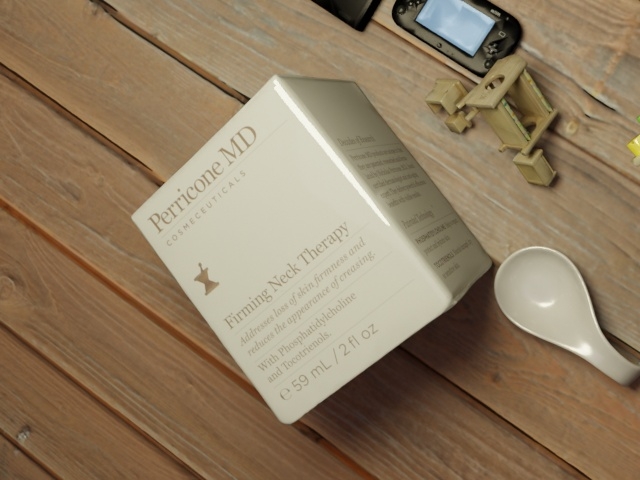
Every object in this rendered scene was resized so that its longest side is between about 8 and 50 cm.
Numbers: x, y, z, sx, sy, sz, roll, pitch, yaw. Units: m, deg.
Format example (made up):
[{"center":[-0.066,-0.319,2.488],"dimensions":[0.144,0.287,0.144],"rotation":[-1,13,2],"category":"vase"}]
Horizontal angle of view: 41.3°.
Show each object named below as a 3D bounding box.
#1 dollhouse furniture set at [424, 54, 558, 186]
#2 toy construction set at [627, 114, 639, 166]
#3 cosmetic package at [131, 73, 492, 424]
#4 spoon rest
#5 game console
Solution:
[{"center":[0.284,-0.191,1.334],"dimensions":[0.101,0.161,0.182],"rotation":[-52,123,-13],"category":"dollhouse furniture set"},{"center":[0.567,-0.196,1.131],"dimensions":[0.327,0.215,0.151],"rotation":[-29,89,22],"category":"toy construction set"},{"center":[0.000,0.000,1.320],"dimensions":[0.329,0.327,0.394],"rotation":[-40,83,22],"category":"cosmetic package"},{"center":[0.394,0.123,1.325],"dimensions":[0.276,0.084,0.137],"rotation":[42,111,8],"category":"spoon rest"},{"center":[0.155,-0.400,1.342],"dimensions":[0.361,0.044,0.213],"rotation":[35,110,11],"category":"game console"}]
